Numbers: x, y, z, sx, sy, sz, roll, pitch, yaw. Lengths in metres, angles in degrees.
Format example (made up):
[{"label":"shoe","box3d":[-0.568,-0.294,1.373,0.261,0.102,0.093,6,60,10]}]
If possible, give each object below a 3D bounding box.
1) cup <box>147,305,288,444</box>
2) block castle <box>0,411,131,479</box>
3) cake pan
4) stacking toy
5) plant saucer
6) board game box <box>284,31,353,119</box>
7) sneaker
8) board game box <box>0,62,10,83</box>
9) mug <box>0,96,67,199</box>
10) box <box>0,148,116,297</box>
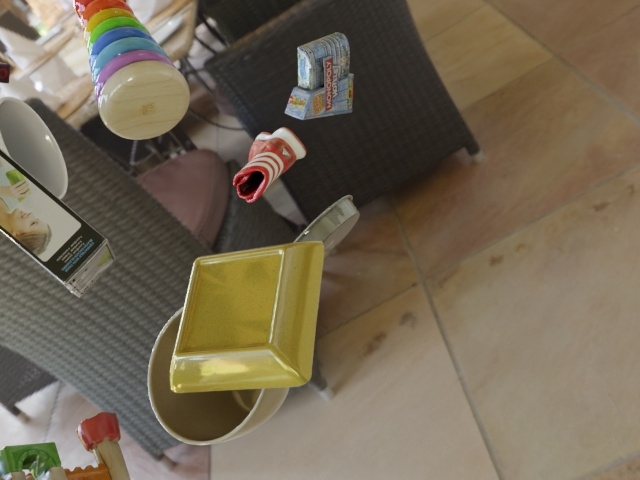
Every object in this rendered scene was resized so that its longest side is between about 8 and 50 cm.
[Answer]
[{"label":"cup","box3d":[-0.199,0.315,1.581,0.331,0.237,0.331,-10,68,26]},{"label":"block castle","box3d":[-0.624,0.458,1.272,0.303,0.453,0.212,-43,61,19]},{"label":"cake pan","box3d":[0.000,0.000,1.815,0.293,0.054,0.293,-44,-9,-9]},{"label":"stacking toy","box3d":[-0.334,-0.319,1.098,0.141,0.141,0.330,-35,59,5]},{"label":"plant saucer","box3d":[-0.170,0.143,1.418,0.333,0.081,0.332,-9,55,23]},{"label":"board game box","box3d":[-0.001,-0.370,1.590,0.060,0.194,0.194,25,42,30]},{"label":"sneaker","box3d":[-0.118,-0.127,1.196,0.128,0.087,0.221,-43,7,-18]},{"label":"board game box","box3d":[-0.831,-0.359,1.325,0.208,0.056,0.347,20,16,26]},{"label":"mug","box3d":[-0.843,-0.142,1.610,0.328,0.276,0.374,-22,27,6]},{"label":"box","box3d":[-0.446,-0.047,0.995,0.087,0.290,0.169,-49,1,-17]}]
